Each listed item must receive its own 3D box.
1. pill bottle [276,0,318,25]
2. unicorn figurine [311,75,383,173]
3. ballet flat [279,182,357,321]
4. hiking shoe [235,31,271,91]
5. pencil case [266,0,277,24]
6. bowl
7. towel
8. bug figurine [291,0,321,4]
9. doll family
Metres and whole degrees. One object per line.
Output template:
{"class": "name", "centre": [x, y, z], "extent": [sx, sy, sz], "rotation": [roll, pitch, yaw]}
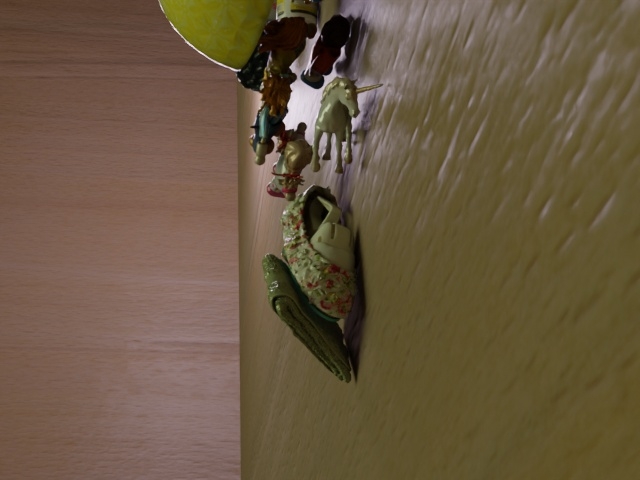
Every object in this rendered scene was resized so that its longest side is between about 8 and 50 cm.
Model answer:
{"class": "pill bottle", "centre": [-0.036, -0.389, 1.325], "extent": [0.065, 0.065, 0.116], "rotation": [150, 121, -79]}
{"class": "unicorn figurine", "centre": [0.018, -0.132, 0.947], "extent": [0.162, 0.060, 0.111], "rotation": [-114, 26, -69]}
{"class": "ballet flat", "centre": [0.000, 0.000, 0.994], "extent": [0.077, 0.091, 0.241], "rotation": [-56, 25, 18]}
{"class": "hiking shoe", "centre": [-0.098, -0.443, 1.681], "extent": [0.132, 0.113, 0.304], "rotation": [-67, -10, -57]}
{"class": "pencil case", "centre": [-0.086, -0.517, 1.488], "extent": [0.124, 0.114, 0.273], "rotation": [-20, 66, 44]}
{"class": "bowl", "centre": [-0.130, -0.357, 0.990], "extent": [0.289, 0.156, 0.289], "rotation": [-166, 90, -74]}
{"class": "towel", "centre": [-0.013, 0.085, 0.958], "extent": [0.148, 0.027, 0.110], "rotation": [49, -170, -27]}
{"class": "bug figurine", "centre": [0.014, -0.423, 0.996], "extent": [0.216, 0.072, 0.278], "rotation": [127, 147, -67]}
{"class": "doll family", "centre": [-0.048, -0.181, 1.054], "extent": [0.163, 0.118, 0.262], "rotation": [130, 157, -73]}
